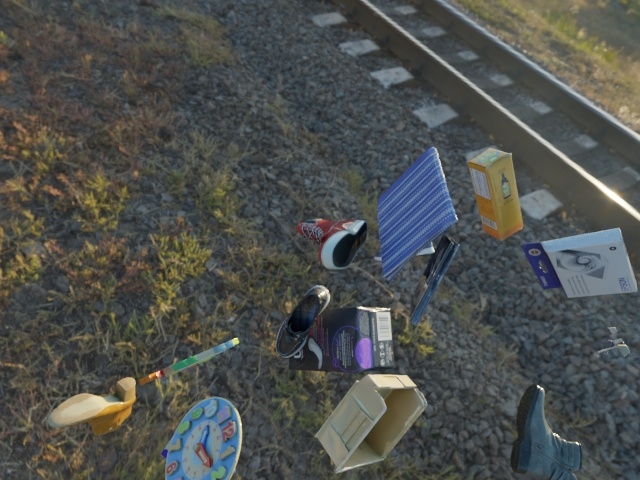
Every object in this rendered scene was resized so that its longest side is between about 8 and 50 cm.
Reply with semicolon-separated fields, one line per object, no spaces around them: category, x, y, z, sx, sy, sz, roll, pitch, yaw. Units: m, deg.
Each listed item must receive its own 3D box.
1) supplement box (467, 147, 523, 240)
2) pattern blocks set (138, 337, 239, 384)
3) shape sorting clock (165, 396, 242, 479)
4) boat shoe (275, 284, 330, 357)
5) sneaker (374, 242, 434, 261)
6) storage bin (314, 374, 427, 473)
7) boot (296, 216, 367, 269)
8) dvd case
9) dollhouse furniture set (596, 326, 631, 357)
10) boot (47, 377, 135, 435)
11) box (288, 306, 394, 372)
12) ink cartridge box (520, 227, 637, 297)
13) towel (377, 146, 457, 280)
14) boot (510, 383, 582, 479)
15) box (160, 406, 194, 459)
supplement box;0.455;-0.117;1.119;0.078;0.233;0.080;-30;33;-7
pattern blocks set;-0.369;0.347;1.239;0.286;0.325;0.026;-20;82;-24
shape sorting clock;-0.238;0.417;0.864;0.040;0.206;0.206;48;24;-41
boat shoe;-0.055;0.215;1.101;0.080;0.228;0.076;40;18;12
sneaker;0.305;-0.010;1.654;0.226;0.163;0.086;-13;4;12
storage bin;0.161;0.537;1.302;0.262;0.260;0.123;22;17;-49
boot;0.000;0.000;1.071;0.176;0.088;0.244;7;20;19
dvd case;0.224;0.069;0.868;0.018;0.164;0.221;27;10;9
dollhouse furniture set;0.822;0.301;1.237;0.114;0.081;0.091;18;49;-56
boot;-0.773;0.608;1.483;0.104;0.211;0.295;37;31;25
box;0.050;0.273;1.191;0.143;0.270;0.165;11;73;-43
ink cartridge box;0.668;0.071;1.122;0.223;0.224;0.045;46;47;-33
towel;0.237;-0.078;1.117;0.040;0.243;0.336;29;36;-19
boot;0.620;0.530;1.169;0.161;0.083;0.246;14;79;9
box;-0.320;0.536;1.139;0.072;0.126;0.137;4;50;43
